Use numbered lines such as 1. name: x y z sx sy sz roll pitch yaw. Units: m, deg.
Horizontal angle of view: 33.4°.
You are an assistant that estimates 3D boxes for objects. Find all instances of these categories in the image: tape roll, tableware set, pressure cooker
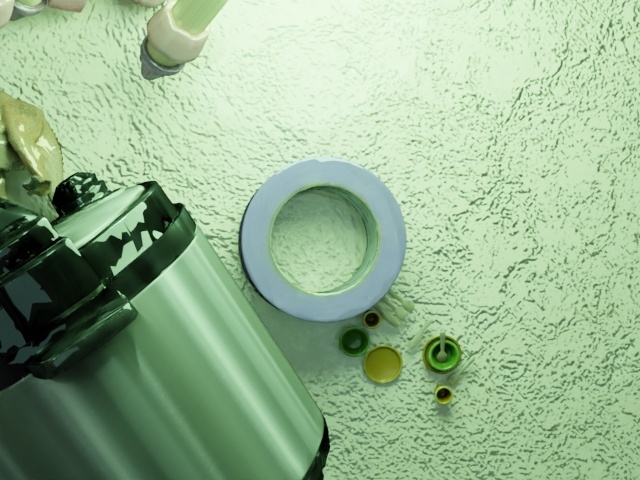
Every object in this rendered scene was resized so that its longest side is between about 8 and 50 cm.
1. tape roll: 0.000 0.000 1.240 0.189 0.080 0.188 0 89 -7
2. tableware set: 0.103 0.136 1.272 0.154 0.024 0.104 40 93 -9
3. pressure cooker: -0.235 0.136 1.046 0.370 0.375 0.420 -25 105 24

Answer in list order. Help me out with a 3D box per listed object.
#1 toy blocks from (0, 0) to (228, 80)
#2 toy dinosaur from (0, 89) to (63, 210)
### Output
1. toy blocks: -0.279 -0.327 1.163 0.289 0.260 0.308 3 62 -35
2. toy dinosaur: -0.378 -0.132 1.181 0.296 0.200 0.127 27 127 -27
